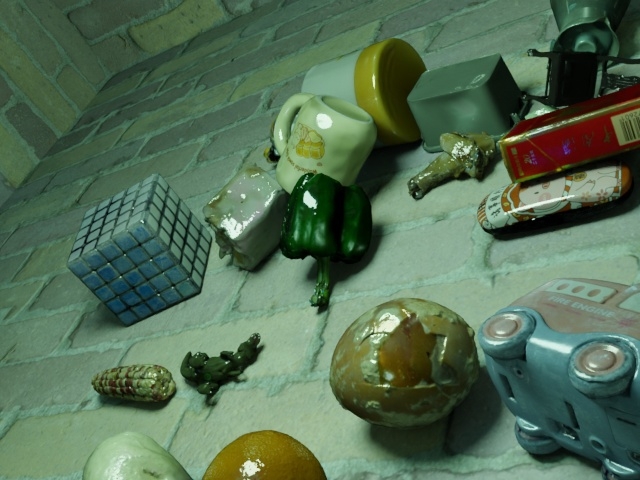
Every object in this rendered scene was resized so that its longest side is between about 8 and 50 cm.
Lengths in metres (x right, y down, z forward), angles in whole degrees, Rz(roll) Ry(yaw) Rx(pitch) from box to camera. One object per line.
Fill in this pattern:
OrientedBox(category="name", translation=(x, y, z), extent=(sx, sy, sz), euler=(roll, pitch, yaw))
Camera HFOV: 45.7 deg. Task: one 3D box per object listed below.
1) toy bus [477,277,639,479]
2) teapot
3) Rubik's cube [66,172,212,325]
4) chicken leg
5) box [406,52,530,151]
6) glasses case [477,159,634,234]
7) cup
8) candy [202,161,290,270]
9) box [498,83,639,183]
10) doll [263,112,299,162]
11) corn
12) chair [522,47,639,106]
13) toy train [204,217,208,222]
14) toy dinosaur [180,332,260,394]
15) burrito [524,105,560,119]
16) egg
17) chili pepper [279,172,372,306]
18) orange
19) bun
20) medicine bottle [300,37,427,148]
OrientedBox(category="toy bus", translation=(0.357, 0.149, 0.939), extent=(0.232, 0.197, 0.294), euler=(-37, 27, -24))
OrientedBox(category="teapot", translation=(0.560, -0.465, 1.621), extent=(0.203, 0.171, 0.225), euler=(-49, 18, 53))
OrientedBox(category="Rubik's cube", translation=(-0.430, 0.020, 1.831), extent=(0.237, 0.237, 0.238), euler=(-25, 33, 15))
OrientedBox(category="chicken leg", translation=(0.265, -0.162, 1.558), extent=(0.196, 0.080, 0.125), euler=(-16, 49, 31))
OrientedBox(category="box", translation=(0.311, -0.300, 1.642), extent=(0.243, 0.135, 0.163), euler=(-5, 42, 41))
OrientedBox(category="glasses case", translation=(0.399, -0.073, 1.308), extent=(0.267, 0.067, 0.103), euler=(-15, 31, 30))
OrientedBox(category="cup", translation=(0.006, -0.214, 1.662), extent=(0.202, 0.173, 0.255), euler=(-64, 23, 24))
OrientedBox(category="candy", translation=(-0.154, -0.050, 1.709), extent=(0.137, 0.184, 0.195), euler=(35, 71, 24))
OrientedBox(category="box", translation=(0.486, -0.197, 1.307), extent=(0.314, 0.089, 0.197), euler=(-15, 12, 29))
OrientedBox(category="doll", translation=(-0.077, -0.280, 1.948), extent=(0.145, 0.103, 0.316), euler=(-43, 5, -18))
OrientedBox(category="corn", translation=(-0.393, 0.298, 1.579), extent=(0.237, 0.079, 0.079), euler=(-12, 38, 40))
OrientedBox(category="chair", translation=(0.509, -0.307, 1.454), extent=(0.113, 0.106, 0.229), euler=(-8, 20, -23))
OrientedBox(category="toy train", translation=(-0.256, -0.076, 1.988), extent=(0.103, 0.044, 0.064), euler=(-39, 41, -6))
OrientedBox(category="toy dinosaur", translation=(-0.194, 0.247, 1.506), extent=(0.187, 0.087, 0.179), euler=(-16, -4, 3))
OrientedBox(category="burrito", translation=(0.455, -0.232, 1.494), extent=(0.074, 0.044, 0.118), euler=(-35, 33, 7))
OrientedBox(category="egg", translation=(0.119, 0.182, 1.117), extent=(0.233, 0.195, 0.194), euler=(-16, 36, 24))
OrientedBox(category="chili pepper", translation=(0.000, 0.000, 1.508), extent=(0.165, 0.174, 0.260), euler=(10, 90, 47))
OrientedBox(category="orange", translation=(-0.077, 0.370, 1.050), extent=(0.206, 0.206, 0.206), euler=(-25, 32, 17))
OrientedBox(category="bun", translation=(-0.252, 0.418, 1.122), extent=(0.169, 0.272, 0.273), euler=(-15, 28, -12))
OrientedBox(category="medicine bottle", translation=(0.110, -0.330, 1.780), extent=(0.232, 0.238, 0.237), euler=(-7, 41, 40))
